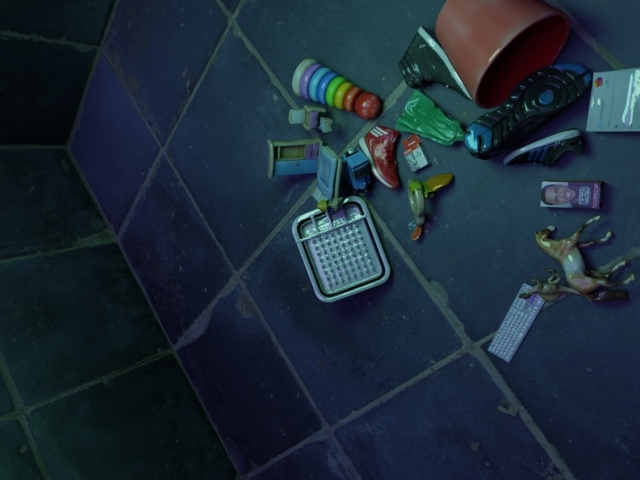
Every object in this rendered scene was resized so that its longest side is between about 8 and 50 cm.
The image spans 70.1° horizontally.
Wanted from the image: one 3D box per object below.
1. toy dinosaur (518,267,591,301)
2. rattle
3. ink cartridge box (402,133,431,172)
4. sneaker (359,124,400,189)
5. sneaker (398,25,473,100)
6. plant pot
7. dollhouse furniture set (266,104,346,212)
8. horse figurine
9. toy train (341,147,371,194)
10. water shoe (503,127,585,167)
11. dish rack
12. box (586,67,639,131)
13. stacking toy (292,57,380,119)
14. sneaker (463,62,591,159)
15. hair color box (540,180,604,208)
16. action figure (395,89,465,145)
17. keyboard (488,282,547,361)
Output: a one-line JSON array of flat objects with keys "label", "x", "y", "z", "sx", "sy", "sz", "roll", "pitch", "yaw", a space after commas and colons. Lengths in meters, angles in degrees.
[{"label": "toy dinosaur", "x": 0.656, "y": 0.130, "z": 1.289, "sx": 0.183, "sy": 0.053, "sz": 0.092, "roll": -5, "pitch": 107, "yaw": 29}, {"label": "rattle", "x": 0.354, "y": -0.111, "z": 1.487, "sx": 0.130, "sy": 0.143, "sz": 0.199, "roll": -143, "pitch": 36, "yaw": -65}, {"label": "ink cartridge box", "x": 0.306, "y": -0.286, "z": 1.487, "sx": 0.063, "sy": 0.029, "sz": 0.115, "roll": -29, "pitch": 81, "yaw": 40}, {"label": "sneaker", "x": 0.224, "y": -0.288, "z": 1.519, "sx": 0.128, "sy": 0.087, "sz": 0.221, "roll": -41, "pitch": 74, "yaw": 38}, {"label": "sneaker", "x": 0.348, "y": -0.489, "z": 1.369, "sx": 0.147, "sy": 0.104, "sz": 0.295, "roll": -48, "pitch": 63, "yaw": 37}, {"label": "plant pot", "x": 0.449, "y": -0.529, "z": 1.189, "sx": 0.275, "sy": 0.275, "sz": 0.243, "roll": -50, "pitch": 58, "yaw": 35}, {"label": "dollhouse furniture set", "x": -0.047, "y": -0.274, "z": 1.563, "sx": 0.303, "sy": 0.198, "sz": 0.286, "roll": -122, "pitch": 31, "yaw": -49}, {"label": "horse figurine", "x": 0.704, "y": 0.059, "z": 1.214, "sx": 0.174, "sy": 0.066, "sz": 0.263, "roll": -31, "pitch": 77, "yaw": 33}, {"label": "toy train", "x": 0.127, "y": -0.232, "z": 1.563, "sx": 0.184, "sy": 0.080, "sz": 0.105, "roll": 72, "pitch": 172, "yaw": -52}, {"label": "water shoe", "x": 0.599, "y": -0.230, "z": 1.233, "sx": 0.203, "sy": 0.073, "sz": 0.080, "roll": -21, "pitch": 88, "yaw": 40}, {"label": "dish rack", "x": 0.075, "y": 0.033, "z": 1.656, "sx": 0.286, "sy": 0.072, "sz": 0.332, "roll": -21, "pitch": 85, "yaw": 6}, {"label": "box", "x": 0.738, "y": -0.331, "z": 1.079, "sx": 0.186, "sy": 0.038, "sz": 0.145, "roll": 19, "pitch": 112, "yaw": 57}, {"label": "stacking toy", "x": 0.065, "y": -0.509, "z": 1.586, "sx": 0.330, "sy": 0.141, "sz": 0.141, "roll": 33, "pitch": 119, "yaw": 22}, {"label": "sneaker", "x": 0.547, "y": -0.342, "z": 1.229, "sx": 0.341, "sy": 0.140, "sz": 0.125, "roll": -32, "pitch": 69, "yaw": 20}, {"label": "hair color box", "x": 0.669, "y": -0.123, "z": 1.217, "sx": 0.141, "sy": 0.043, "sz": 0.072, "roll": 6, "pitch": 104, "yaw": 39}, {"label": "action figure", "x": 0.356, "y": -0.359, "z": 1.409, "sx": 0.232, "sy": 0.063, "sz": 0.137, "roll": 39, "pitch": 119, "yaw": 31}, {"label": "keyboard", "x": 0.592, "y": 0.252, "z": 1.379, "sx": 0.072, "sy": 0.014, "sz": 0.256, "roll": 32, "pitch": 118, "yaw": 30}]
